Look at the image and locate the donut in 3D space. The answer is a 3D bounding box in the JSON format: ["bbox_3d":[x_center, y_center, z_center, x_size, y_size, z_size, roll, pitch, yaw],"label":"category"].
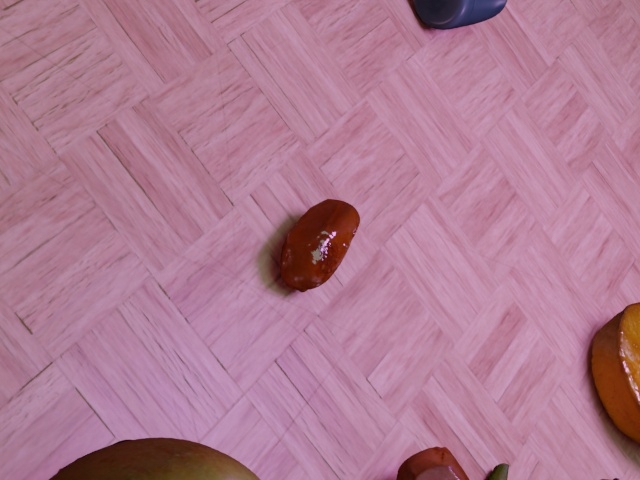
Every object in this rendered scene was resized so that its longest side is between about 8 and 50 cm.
[{"bbox_3d":[0.611,0.249,2.165,0.303,0.110,0.302,20,55,-31],"label":"donut"}]

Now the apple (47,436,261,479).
[{"bbox_3d":[-0.170,0.363,1.231,0.339,0.305,0.338,21,54,-32],"label":"apple"}]

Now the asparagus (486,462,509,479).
[{"bbox_3d":[0.246,0.402,1.792,0.045,0.041,0.178,19,38,22],"label":"asparagus"}]

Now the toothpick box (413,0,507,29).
[{"bbox_3d":[0.268,-0.459,2.227,0.184,0.120,0.120,-19,81,-50],"label":"toothpick box"}]

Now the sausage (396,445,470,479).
[{"bbox_3d":[0.159,0.415,1.640,0.133,0.133,0.258,17,57,-36],"label":"sausage"}]

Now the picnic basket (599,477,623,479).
[{"bbox_3d":[0.457,0.445,1.896,0.178,0.128,0.137,42,40,-43],"label":"picnic basket"}]

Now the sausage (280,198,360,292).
[{"bbox_3d":[0.000,0.000,1.749,0.089,0.089,0.179,46,47,-15],"label":"sausage"}]
